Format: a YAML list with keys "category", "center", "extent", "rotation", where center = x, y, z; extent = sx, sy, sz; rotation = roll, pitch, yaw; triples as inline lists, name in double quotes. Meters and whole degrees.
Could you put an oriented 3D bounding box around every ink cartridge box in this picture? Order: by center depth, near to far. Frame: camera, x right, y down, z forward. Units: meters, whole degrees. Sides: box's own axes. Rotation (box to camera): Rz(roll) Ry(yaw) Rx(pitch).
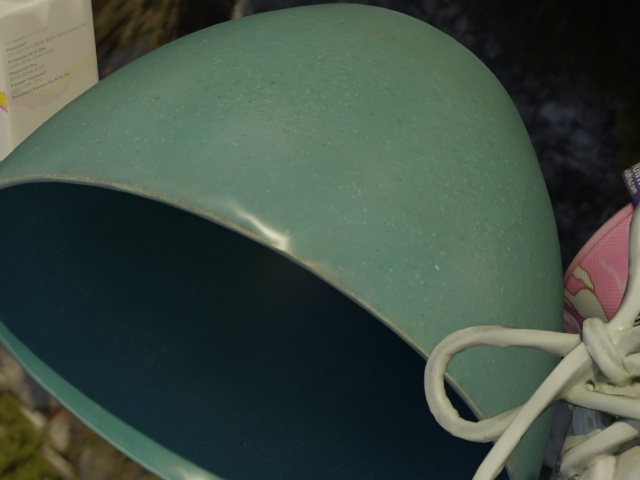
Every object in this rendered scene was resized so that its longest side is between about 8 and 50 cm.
- category: "ink cartridge box"
  center: [-0.204, -0.111, 0.979]
  extent: [0.092, 0.090, 0.143]
  rotation: [15, 119, 30]

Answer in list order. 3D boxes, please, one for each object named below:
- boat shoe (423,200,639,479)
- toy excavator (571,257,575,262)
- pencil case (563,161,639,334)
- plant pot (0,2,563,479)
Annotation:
- category: "boat shoe"
  center: [0.116, 0.056, 0.469]
  extent: [0.136, 0.367, 0.156]
  rotation: [-3, 121, 42]
- category: "toy excavator"
  center: [0.421, -0.038, 1.051]
  extent: [0.433, 0.445, 0.222]
  rotation: [-18, 89, 24]
- category: "pencil case"
  center: [0.283, 0.116, 0.715]
  extent: [0.386, 0.160, 0.167]
  rotation: [52, 157, 23]
- category: "plant pot"
  center: [0.000, 0.000, 0.742]
  extent: [0.290, 0.195, 0.290]
  rotation: [23, 149, 15]
